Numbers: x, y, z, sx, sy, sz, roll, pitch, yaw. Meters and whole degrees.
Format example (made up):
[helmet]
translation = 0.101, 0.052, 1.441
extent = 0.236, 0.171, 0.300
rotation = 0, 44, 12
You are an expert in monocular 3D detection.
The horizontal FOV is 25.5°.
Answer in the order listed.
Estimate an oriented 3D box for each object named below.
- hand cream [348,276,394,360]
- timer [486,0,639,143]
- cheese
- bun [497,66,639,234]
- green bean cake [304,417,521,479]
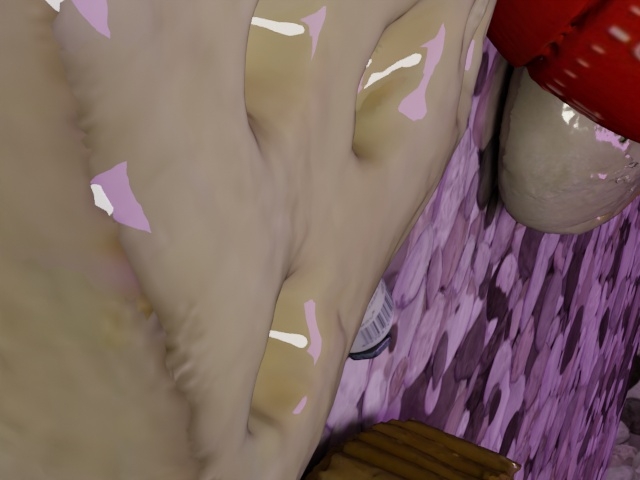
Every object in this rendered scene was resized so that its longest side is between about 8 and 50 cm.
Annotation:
[hand cream]
translation = 0.000, 0.000, 0.796
extent = 0.080, 0.050, 0.234
rotation = -64, 154, -25
[timer]
translation = 0.245, -0.242, 0.832
extent = 0.378, 0.279, 0.378
rotation = -51, -179, 1
[cheese]
translation = -0.033, -0.085, 0.501
extent = 0.328, 0.130, 0.351
rotation = 76, 33, -51
[bun]
translation = 0.253, -0.132, 1.225
extent = 0.287, 0.146, 0.287
rotation = -49, 148, -45
[green bean cake]
translation = 0.048, 0.250, 0.985
extent = 0.230, 0.131, 0.224
rotation = -8, 114, -68
